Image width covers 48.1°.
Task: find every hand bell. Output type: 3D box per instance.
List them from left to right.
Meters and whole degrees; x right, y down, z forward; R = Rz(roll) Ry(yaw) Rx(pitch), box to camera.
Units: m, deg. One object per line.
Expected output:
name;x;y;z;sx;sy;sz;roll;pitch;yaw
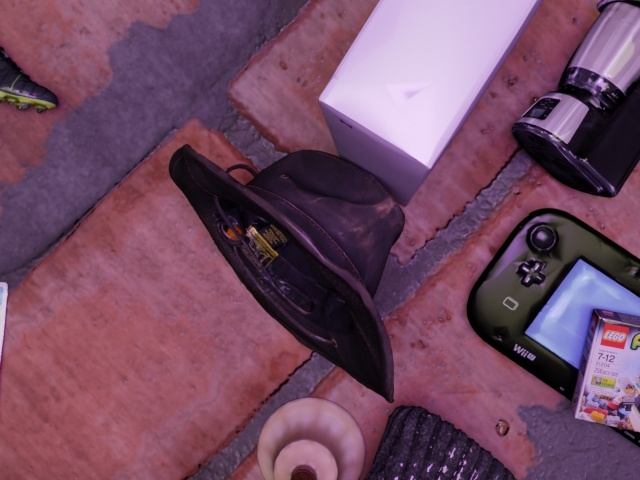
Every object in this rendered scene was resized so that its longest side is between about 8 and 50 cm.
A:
hand bell;-0.017;0.242;0.704;0.126;0.242;0.126;0;90;3

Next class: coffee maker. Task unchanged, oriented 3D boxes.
coffee maker;0.316;-0.135;0.750;0.171;0.120;0.178;35;92;3

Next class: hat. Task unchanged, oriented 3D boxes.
hat;0.000;0.000;0.687;0.134;0.331;0.331;-40;87;-16

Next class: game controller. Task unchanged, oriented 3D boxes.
game controller;0.320;0.107;0.773;0.319;0.067;0.166;34;91;4

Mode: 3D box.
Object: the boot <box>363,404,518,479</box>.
boot;0.134;0.368;0.751;0.260;0.131;0.348;-53;122;-29

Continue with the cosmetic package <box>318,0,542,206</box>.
cosmetic package;0.121;-0.182;0.634;0.097;0.377;0.284;34;92;4

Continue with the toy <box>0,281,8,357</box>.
toy;-0.446;0.163;0.825;0.136;0.056;0.237;4;89;2

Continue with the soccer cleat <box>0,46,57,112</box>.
soccer cleat;-0.381;-0.201;0.826;0.178;0.060;0.072;21;89;6

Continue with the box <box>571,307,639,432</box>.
box;0.373;0.145;0.727;0.206;0.036;0.114;10;103;10
